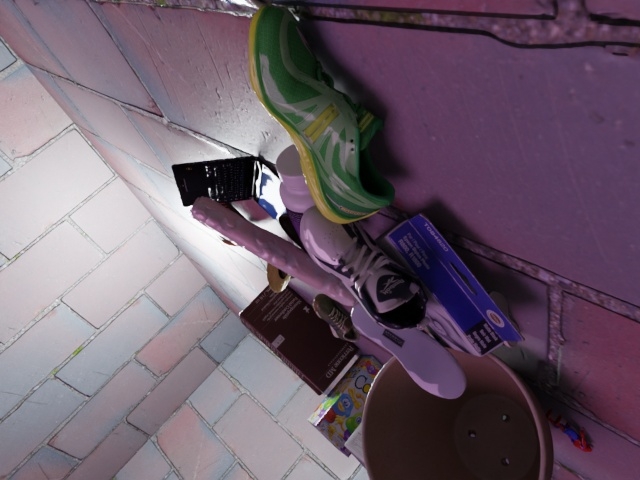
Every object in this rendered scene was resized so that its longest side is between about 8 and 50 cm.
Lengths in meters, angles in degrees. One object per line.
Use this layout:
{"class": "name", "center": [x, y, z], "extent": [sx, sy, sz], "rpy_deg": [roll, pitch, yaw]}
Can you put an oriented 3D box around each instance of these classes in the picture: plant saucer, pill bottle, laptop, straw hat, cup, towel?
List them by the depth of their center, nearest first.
{"class": "pill bottle", "center": [-0.005, -0.064, 0.783], "extent": [0.108, 0.108, 0.193], "rpy_deg": [30, 157, 35]}
{"class": "cup", "center": [0.275, 0.360, 0.875], "extent": [0.237, 0.331, 0.331], "rpy_deg": [23, -179, -45]}
{"class": "towel", "center": [-0.104, 0.013, 0.961], "extent": [0.331, 0.053, 0.317], "rpy_deg": [30, 177, -14]}
{"class": "plant saucer", "center": [0.000, 0.000, 0.996], "extent": [0.198, 0.036, 0.199], "rpy_deg": [34, 164, 11]}
{"class": "laptop", "center": [-0.174, -0.076, 1.058], "extent": [0.234, 0.264, 0.137], "rpy_deg": [121, 139, -70]}
{"class": "straw hat", "center": [-0.087, 0.070, 1.293], "extent": [0.061, 0.145, 0.144], "rpy_deg": [6, -175, -35]}

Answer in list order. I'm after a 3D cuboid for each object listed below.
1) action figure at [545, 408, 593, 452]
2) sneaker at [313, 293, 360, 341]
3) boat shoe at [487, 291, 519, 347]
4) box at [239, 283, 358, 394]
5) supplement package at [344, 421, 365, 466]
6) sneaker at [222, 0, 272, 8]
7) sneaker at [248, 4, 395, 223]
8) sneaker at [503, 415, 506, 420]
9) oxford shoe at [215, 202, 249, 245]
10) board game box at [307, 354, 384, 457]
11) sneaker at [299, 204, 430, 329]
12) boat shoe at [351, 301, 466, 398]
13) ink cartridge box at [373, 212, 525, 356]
{"class": "action figure", "center": [0.447, 0.342, 0.847], "extent": [0.115, 0.030, 0.038], "rpy_deg": [44, 167, -16]}
{"class": "sneaker", "center": [0.055, 0.224, 1.354], "extent": [0.086, 0.064, 0.192], "rpy_deg": [15, 147, 42]}
{"class": "boat shoe", "center": [0.264, 0.117, 0.722], "extent": [0.038, 0.046, 0.125], "rpy_deg": [13, 153, 48]}
{"class": "box", "center": [-0.078, 0.323, 1.626], "extent": [0.381, 0.191, 0.143], "rpy_deg": [40, 161, 9]}
{"class": "supplement package", "center": [0.251, 0.581, 1.386], "extent": [0.198, 0.263, 0.199], "rpy_deg": [23, 153, 45]}
{"class": "sneaker", "center": [-0.084, -0.319, 0.490], "extent": [0.083, 0.071, 0.191], "rpy_deg": [32, 167, 14]}
{"class": "sneaker", "center": [0.014, -0.157, 0.602], "extent": [0.123, 0.109, 0.296], "rpy_deg": [-9, 125, 33]}
{"class": "sneaker", "center": [0.339, 0.379, 1.045], "extent": [0.094, 0.091, 0.258], "rpy_deg": [53, 159, -25]}
{"class": "oxford shoe", "center": [-0.279, -0.065, 1.370], "extent": [0.271, 0.097, 0.098], "rpy_deg": [27, 149, 41]}
{"class": "board game box", "center": [0.109, 0.517, 1.521], "extent": [0.142, 0.275, 0.144], "rpy_deg": [44, 161, 0]}
{"class": "sneaker", "center": [0.072, 0.043, 0.675], "extent": [0.235, 0.094, 0.153], "rpy_deg": [56, 167, -12]}
{"class": "boat shoe", "center": [0.157, 0.179, 0.831], "extent": [0.228, 0.080, 0.076], "rpy_deg": [32, -161, 24]}
{"class": "ink cartridge box", "center": [0.170, 0.074, 0.726], "extent": [0.223, 0.045, 0.224], "rpy_deg": [52, 169, 3]}
